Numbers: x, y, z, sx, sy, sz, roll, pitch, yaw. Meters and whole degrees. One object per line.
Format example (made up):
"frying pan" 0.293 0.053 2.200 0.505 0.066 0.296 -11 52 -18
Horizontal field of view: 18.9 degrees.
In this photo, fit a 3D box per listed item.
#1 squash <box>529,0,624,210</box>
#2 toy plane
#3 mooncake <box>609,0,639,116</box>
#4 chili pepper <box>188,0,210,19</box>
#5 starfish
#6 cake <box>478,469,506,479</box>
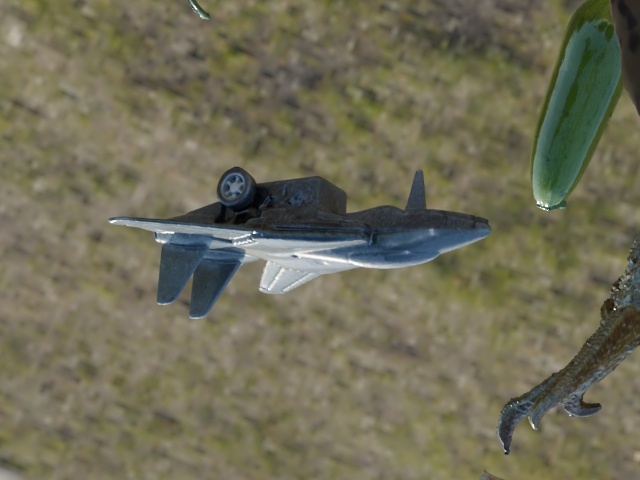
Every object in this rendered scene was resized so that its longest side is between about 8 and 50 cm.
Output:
"squash" 0.227 -0.119 1.674 0.066 0.201 0.066 13 -159 -5
"toy plane" 0.000 -0.011 1.376 0.267 0.088 0.212 -12 158 29
"mooncake" 0.356 -0.173 1.028 0.381 0.350 0.212 -15 146 37
"chili pepper" -0.103 -0.292 1.594 0.073 0.204 0.072 6 177 -30
"starfish" 0.202 0.056 1.328 0.057 0.238 0.213 35 -159 9
"cake" 0.185 0.234 1.635 0.121 0.052 0.065 -3 122 28
